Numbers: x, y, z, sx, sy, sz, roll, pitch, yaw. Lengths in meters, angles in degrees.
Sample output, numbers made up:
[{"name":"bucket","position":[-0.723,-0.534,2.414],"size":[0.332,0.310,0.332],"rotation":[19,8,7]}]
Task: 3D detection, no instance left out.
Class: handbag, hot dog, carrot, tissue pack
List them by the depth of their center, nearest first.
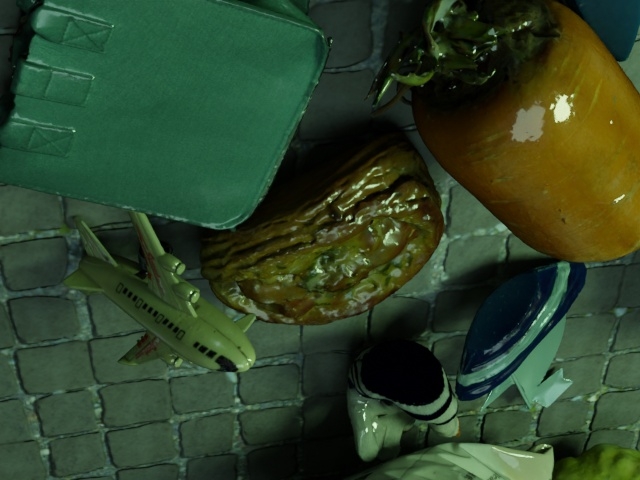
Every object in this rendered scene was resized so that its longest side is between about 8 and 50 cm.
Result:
[{"name":"handbag","position":[-0.153,-0.150,1.082],"size":[0.274,0.100,0.268],"rotation":[8,132,-20]},{"name":"carrot","position":[0.191,-0.132,1.122],"size":[0.331,0.214,0.193],"rotation":[38,87,-41]},{"name":"hot dog","position":[0.000,0.000,1.237],"size":[0.272,0.122,0.196],"rotation":[-28,142,8]},{"name":"tissue pack","position":[0.089,0.380,1.493],"size":[0.390,0.195,0.375],"rotation":[-29,171,25]}]

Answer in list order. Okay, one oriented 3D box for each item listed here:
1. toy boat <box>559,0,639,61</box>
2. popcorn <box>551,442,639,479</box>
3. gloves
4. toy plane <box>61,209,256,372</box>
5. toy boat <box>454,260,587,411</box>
[{"name":"toy boat","position":[0.256,-0.280,1.092],"size":[0.096,0.061,0.299],"rotation":[-23,133,5]},{"name":"popcorn","position":[0.365,0.471,1.636],"size":[0.294,0.292,0.334],"rotation":[-13,153,-23]},{"name":"gloves","position":[0.098,0.196,1.456],"size":[0.140,0.131,0.218],"rotation":[-15,164,-5]},{"name":"toy plane","position":[-0.164,0.066,1.214],"size":[0.244,0.092,0.229],"rotation":[25,134,19]},{"name":"toy boat","position":[0.245,0.150,1.440],"size":[0.210,0.070,0.291],"rotation":[-30,141,-25]}]
